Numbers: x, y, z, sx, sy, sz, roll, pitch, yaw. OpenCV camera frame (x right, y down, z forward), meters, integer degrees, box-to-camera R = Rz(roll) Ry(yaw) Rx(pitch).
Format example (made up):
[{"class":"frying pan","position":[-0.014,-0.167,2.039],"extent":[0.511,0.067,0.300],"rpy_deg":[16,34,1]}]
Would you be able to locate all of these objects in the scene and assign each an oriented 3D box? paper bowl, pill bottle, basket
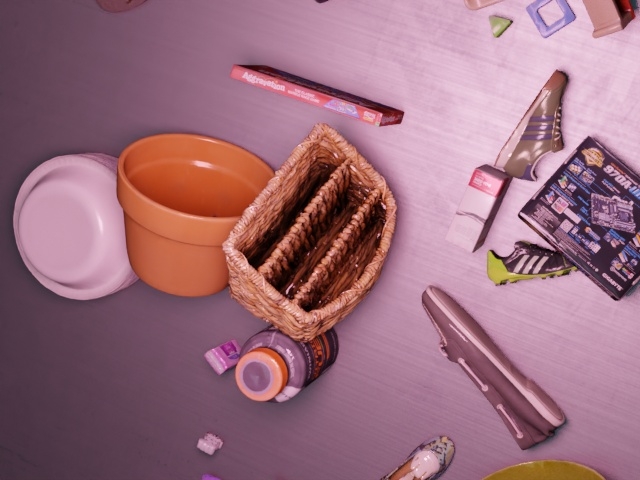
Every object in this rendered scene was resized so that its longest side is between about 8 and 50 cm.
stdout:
[{"class":"paper bowl","position":[-0.466,-0.025,2.076],"extent":[0.284,0.148,0.284],"rpy_deg":[3,98,19]},{"class":"pill bottle","position":[-0.065,0.212,1.915],"extent":[0.130,0.245,0.131],"rpy_deg":[3,100,19]},{"class":"basket","position":[0.000,0.000,1.803],"extent":[0.213,0.223,0.299],"rpy_deg":[33,67,13]}]

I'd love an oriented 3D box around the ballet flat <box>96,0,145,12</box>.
[{"class":"ballet flat","position":[-0.322,-0.513,1.999],"extent":[0.250,0.058,0.084],"rpy_deg":[-34,122,26]}]

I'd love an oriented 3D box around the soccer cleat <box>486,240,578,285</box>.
[{"class":"soccer cleat","position":[0.369,0.032,1.832],"extent":[0.178,0.060,0.072],"rpy_deg":[-10,87,22]}]

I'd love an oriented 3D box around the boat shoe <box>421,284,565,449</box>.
[{"class":"boat shoe","position":[0.278,0.226,1.866],"extent":[0.335,0.112,0.095],"rpy_deg":[46,106,4]}]

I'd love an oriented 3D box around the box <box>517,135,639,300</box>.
[{"class":"box","position":[0.463,-0.036,1.762],"extent":[0.220,0.051,0.175],"rpy_deg":[41,90,9]}]

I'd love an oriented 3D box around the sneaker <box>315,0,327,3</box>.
[{"class":"sneaker","position":[0.036,-0.475,1.862],"extent":[0.283,0.107,0.124],"rpy_deg":[9,116,22]}]

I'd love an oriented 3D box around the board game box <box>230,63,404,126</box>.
[{"class":"board game box","position":[-0.003,-0.255,1.872],"extent":[0.281,0.145,0.027],"rpy_deg":[20,105,15]}]

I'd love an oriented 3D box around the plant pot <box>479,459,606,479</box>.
[{"class":"plant pot","position":[0.389,0.574,1.821],"extent":[0.274,0.275,0.294],"rpy_deg":[-10,110,21]}]

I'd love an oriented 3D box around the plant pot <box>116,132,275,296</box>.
[{"class":"plant pot","position":[-0.234,-0.035,1.934],"extent":[0.290,0.291,0.204],"rpy_deg":[25,122,15]}]

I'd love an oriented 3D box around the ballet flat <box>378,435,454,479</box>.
[{"class":"ballet flat","position":[0.169,0.431,1.963],"extent":[0.070,0.070,0.188],"rpy_deg":[46,110,8]}]

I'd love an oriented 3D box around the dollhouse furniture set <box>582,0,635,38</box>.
[{"class":"dollhouse furniture set","position":[0.528,-0.407,1.619],"extent":[0.259,0.135,0.262],"rpy_deg":[-15,114,37]}]

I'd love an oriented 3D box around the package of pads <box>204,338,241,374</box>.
[{"class":"package of pads","position":[-0.181,0.222,2.045],"extent":[0.032,0.083,0.050],"rpy_deg":[-41,81,26]}]

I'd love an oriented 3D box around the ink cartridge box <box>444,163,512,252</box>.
[{"class":"ink cartridge box","position":[0.270,-0.056,1.829],"extent":[0.056,0.099,0.135],"rpy_deg":[26,106,14]}]

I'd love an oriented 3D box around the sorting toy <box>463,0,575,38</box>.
[{"class":"sorting toy","position":[0.308,-0.498,1.773],"extent":[0.196,0.047,0.348],"rpy_deg":[-16,93,21]}]

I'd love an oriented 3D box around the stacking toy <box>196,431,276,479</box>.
[{"class":"stacking toy","position":[-0.176,0.500,2.110],"extent":[0.221,0.052,0.167],"rpy_deg":[28,109,12]}]

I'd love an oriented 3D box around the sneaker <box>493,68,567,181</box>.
[{"class":"sneaker","position":[0.376,-0.184,1.796],"extent":[0.086,0.064,0.192],"rpy_deg":[33,108,4]}]
